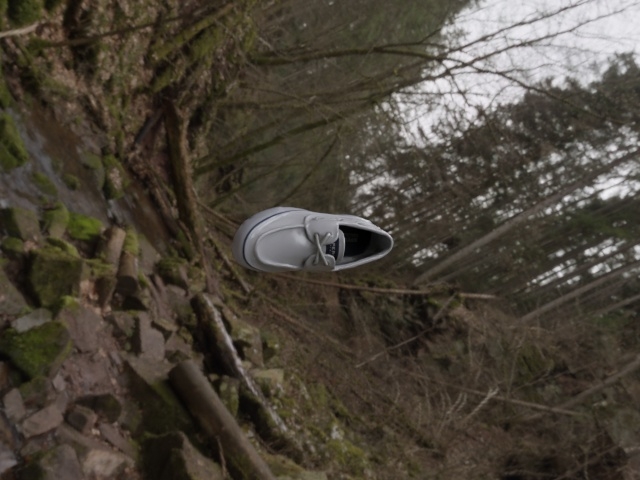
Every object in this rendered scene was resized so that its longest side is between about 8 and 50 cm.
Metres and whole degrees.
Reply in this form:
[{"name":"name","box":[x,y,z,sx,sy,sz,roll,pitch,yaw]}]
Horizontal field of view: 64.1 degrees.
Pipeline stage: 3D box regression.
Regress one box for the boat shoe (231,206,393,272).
[{"name":"boat shoe","box":[0.000,0.000,0.734,0.084,0.258,0.095,18,-69,47]}]
